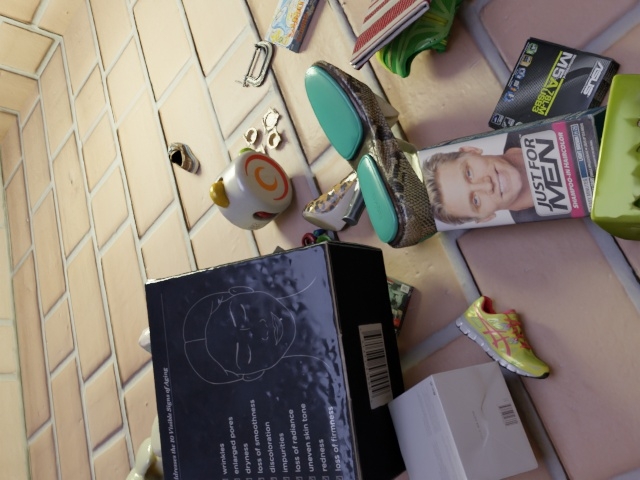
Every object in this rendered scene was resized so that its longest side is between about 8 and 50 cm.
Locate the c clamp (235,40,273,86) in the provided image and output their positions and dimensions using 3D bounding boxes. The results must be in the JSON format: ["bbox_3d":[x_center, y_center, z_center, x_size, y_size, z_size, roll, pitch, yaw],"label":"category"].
[{"bbox_3d":[-0.202,-0.536,1.937,0.137,0.022,0.161,42,113,42],"label":"c clamp"}]

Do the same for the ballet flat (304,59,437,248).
[{"bbox_3d":[0.131,-0.204,1.423,0.483,0.182,0.164,64,152,20],"label":"ballet flat"}]

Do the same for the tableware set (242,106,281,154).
[{"bbox_3d":[-0.168,-0.298,1.860,0.168,0.020,0.141,-42,55,33],"label":"tableware set"}]

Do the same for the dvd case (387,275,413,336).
[{"bbox_3d":[0.160,0.148,1.446,0.087,0.013,0.120,21,99,46],"label":"dvd case"}]

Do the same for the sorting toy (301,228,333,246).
[{"bbox_3d":[0.000,0.000,1.625,0.101,0.042,0.061,10,106,34],"label":"sorting toy"}]

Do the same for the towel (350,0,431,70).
[{"bbox_3d":[0.181,-0.535,1.412,0.237,0.037,0.329,-31,31,43],"label":"towel"}]

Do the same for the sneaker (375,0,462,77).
[{"bbox_3d":[0.257,-0.486,1.419,0.295,0.109,0.123,-44,80,27],"label":"sneaker"}]

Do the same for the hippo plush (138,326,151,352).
[{"bbox_3d":[-0.400,0.259,1.906,0.294,0.234,0.237,84,178,-48],"label":"hippo plush"}]

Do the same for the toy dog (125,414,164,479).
[{"bbox_3d":[-0.309,0.489,1.722,0.395,0.284,0.408,-94,28,-70],"label":"toy dog"}]

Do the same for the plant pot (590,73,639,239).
[{"bbox_3d":[0.553,-0.113,0.949,0.207,0.227,0.228,7,87,39],"label":"plant pot"}]

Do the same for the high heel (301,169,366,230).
[{"bbox_3d":[0.055,-0.121,1.580,0.261,0.093,0.186,1,60,58],"label":"high heel"}]

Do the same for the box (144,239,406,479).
[{"bbox_3d":[-0.093,0.282,1.374,0.471,0.297,0.480,-12,80,27],"label":"box"}]

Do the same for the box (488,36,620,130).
[{"bbox_3d":[0.439,-0.274,1.215,0.184,0.045,0.191,38,110,44],"label":"box"}]

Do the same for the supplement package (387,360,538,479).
[{"bbox_3d":[0.251,0.354,1.169,0.203,0.149,0.194,122,137,-57],"label":"supplement package"}]

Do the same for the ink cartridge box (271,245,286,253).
[{"bbox_3d":[-0.150,0.142,1.672,0.078,0.134,0.231,32,111,-2],"label":"ink cartridge box"}]

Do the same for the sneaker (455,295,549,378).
[{"bbox_3d":[0.351,0.179,1.200,0.208,0.081,0.094,41,105,40],"label":"sneaker"}]

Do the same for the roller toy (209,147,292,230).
[{"bbox_3d":[-0.188,-0.130,1.723,0.146,0.191,0.209,-36,19,37],"label":"roller toy"}]

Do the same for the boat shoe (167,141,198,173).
[{"bbox_3d":[-0.475,-0.288,2.139,0.183,0.066,0.066,38,110,42],"label":"boat shoe"}]

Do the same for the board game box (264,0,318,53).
[{"bbox_3d":[-0.077,-0.651,1.819,0.136,0.035,0.201,36,109,43],"label":"board game box"}]

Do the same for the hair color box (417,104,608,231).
[{"bbox_3d":[0.364,-0.123,1.178,0.347,0.105,0.174,-6,104,45],"label":"hair color box"}]
